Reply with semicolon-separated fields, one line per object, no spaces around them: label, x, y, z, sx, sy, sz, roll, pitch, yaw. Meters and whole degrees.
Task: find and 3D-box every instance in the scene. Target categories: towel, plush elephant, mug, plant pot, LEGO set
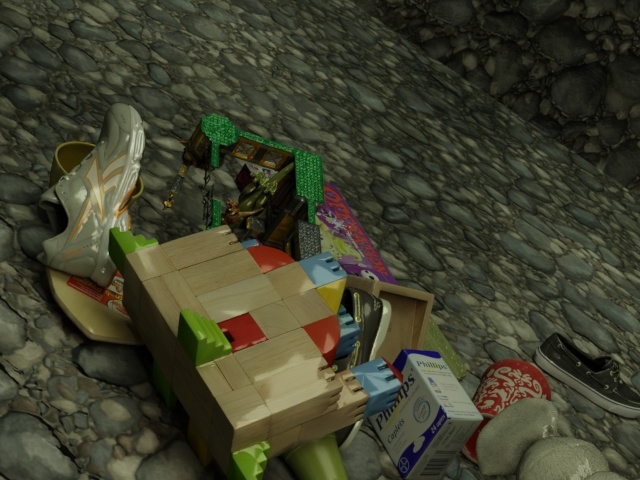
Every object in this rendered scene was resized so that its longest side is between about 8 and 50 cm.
towel;0.173;0.171;1.840;0.148;0.027;0.110;55;29;12
plush elephant;0.300;0.347;1.410;0.330;0.255;0.272;21;24;-26
mug;0.289;0.274;1.726;0.150;0.113;0.169;35;29;10
plant pot;-0.003;0.281;1.434;0.083;0.083;0.079;2;50;-46
plant pot;-0.336;-0.065;1.647;0.134;0.095;0.134;25;26;-13
LEGO set;-0.122;-0.007;1.715;0.255;0.192;0.331;9;50;-28

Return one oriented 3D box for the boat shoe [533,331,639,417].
boat shoe;0.498;0.237;2.058;0.228;0.076;0.080;31;25;-1

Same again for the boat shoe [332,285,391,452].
boat shoe;0.032;0.173;1.552;0.069;0.081;0.227;27;63;-22

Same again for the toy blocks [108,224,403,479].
toy blocks;-0.066;0.109;1.414;0.261;0.190;0.381;-18;52;-28

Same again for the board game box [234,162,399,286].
board game box;0.000;0.000;1.967;0.208;0.056;0.347;17;29;-38

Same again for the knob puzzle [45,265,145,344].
knob puzzle;-0.281;0.084;1.518;0.213;0.030;0.213;26;26;-14

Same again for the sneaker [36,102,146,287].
sneaker;-0.308;-0.074;1.519;0.121;0.099;0.262;13;65;-18

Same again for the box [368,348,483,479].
box;0.140;0.242;1.593;0.072;0.126;0.137;9;33;-36

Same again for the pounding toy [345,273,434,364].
pounding toy;0.048;0.144;1.683;0.206;0.181;0.094;15;-2;-40
